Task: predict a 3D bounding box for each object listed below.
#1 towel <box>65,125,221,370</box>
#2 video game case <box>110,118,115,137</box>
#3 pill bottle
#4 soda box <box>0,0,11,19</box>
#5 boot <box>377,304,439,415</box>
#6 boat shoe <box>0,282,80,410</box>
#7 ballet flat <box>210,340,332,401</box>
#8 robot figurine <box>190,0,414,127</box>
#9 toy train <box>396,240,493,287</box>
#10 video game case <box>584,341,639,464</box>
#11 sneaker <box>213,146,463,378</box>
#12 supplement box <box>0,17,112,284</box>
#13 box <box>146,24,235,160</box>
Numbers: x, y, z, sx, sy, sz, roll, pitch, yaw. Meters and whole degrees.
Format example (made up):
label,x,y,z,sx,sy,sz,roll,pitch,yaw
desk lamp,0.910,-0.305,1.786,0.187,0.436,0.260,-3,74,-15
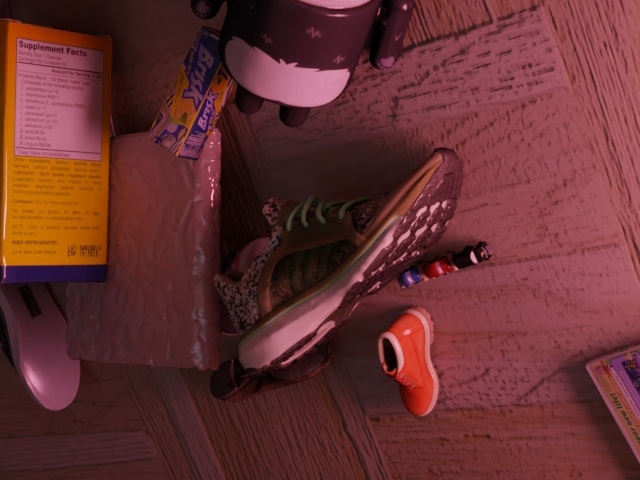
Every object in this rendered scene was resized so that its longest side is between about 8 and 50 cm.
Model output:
label,x,y,z,sx,sy,sz,roll,pitch,yaw
towel,-0.252,0.013,1.988,0.317,0.053,0.331,-2,88,44
video game case,-0.388,-0.198,2.126,0.190,0.022,0.173,9,118,37
pill bottle,-0.115,0.073,1.968,0.180,0.108,0.108,-29,92,46
soda box,-0.540,-0.438,2.075,0.092,0.083,0.263,15,125,35
boot,0.110,0.172,1.844,0.059,0.085,0.158,10,120,36
boat shoe,-0.502,0.144,2.350,0.105,0.113,0.306,-23,94,52
ballet flat,-0.064,0.183,2.029,0.250,0.058,0.084,-27,58,41
robot figurine,-0.022,-0.272,1.658,0.173,0.209,0.278,52,139,31
toy train,0.150,0.034,1.765,0.158,0.036,0.027,-21,98,46
video game case,0.431,0.206,1.621,0.193,0.023,0.212,-27,94,46
sneaker,0.000,0.000,1.752,0.410,0.158,0.182,-43,76,26
supplement box,-0.431,-0.119,1.982,0.195,0.194,0.356,2,90,38
box,-0.160,-0.194,1.851,0.059,0.054,0.169,32,101,24
